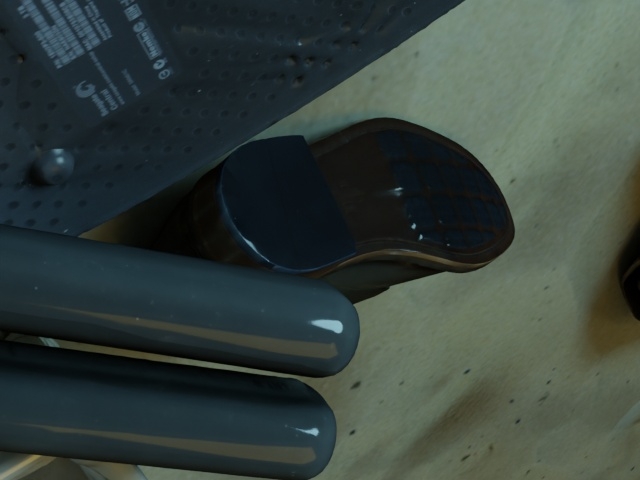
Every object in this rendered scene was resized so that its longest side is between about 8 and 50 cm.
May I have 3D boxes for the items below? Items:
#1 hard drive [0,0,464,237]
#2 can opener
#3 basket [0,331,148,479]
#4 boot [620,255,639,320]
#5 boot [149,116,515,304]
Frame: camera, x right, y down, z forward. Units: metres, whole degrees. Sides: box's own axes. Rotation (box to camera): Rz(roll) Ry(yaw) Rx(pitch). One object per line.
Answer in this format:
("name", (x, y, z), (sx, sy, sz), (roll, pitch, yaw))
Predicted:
("hard drive", (-0.029, -0.109, 0.346), (0.255, 0.054, 0.172), (-33, 148, -5))
("can opener", (-0.120, 0.031, 0.317), (0.284, 0.095, 0.075), (10, 98, -17))
("basket", (-0.138, 0.100, 0.461), (0.113, 0.103, 0.167), (-30, 148, -11))
("boot", (0.271, 0.003, 0.745), (0.115, 0.112, 0.305), (-26, 150, 1))
("boot", (0.000, 0.000, 0.521), (0.106, 0.082, 0.219), (-32, 161, 37))
